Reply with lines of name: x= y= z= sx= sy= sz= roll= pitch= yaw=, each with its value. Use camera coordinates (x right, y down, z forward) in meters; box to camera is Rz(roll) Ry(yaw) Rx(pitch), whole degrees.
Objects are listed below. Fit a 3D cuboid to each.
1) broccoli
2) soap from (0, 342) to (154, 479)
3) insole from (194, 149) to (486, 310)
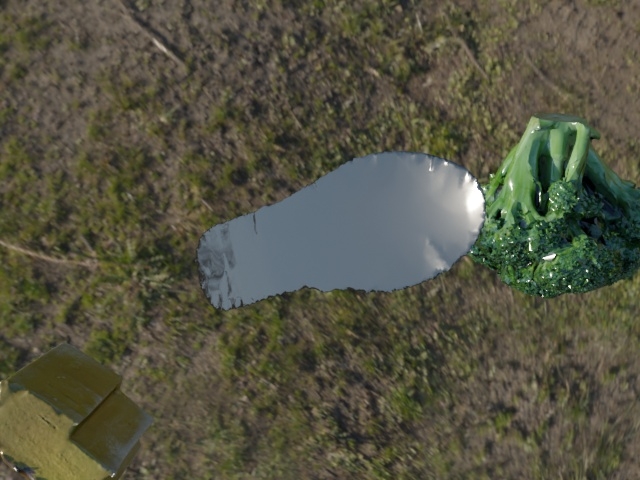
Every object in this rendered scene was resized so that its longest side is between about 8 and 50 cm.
broccoli: x=0.348 y=-0.049 z=1.277 sx=0.307 sy=0.308 sz=0.275 roll=12 pitch=116 yaw=21
soap: x=-0.438 y=0.321 z=1.550 sx=0.259 sy=0.281 sz=0.143 roll=39 pitch=96 yaw=-4
insole: x=0.000 y=0.000 z=0.723 sx=0.322 sy=0.007 sz=0.109 roll=-17 pitch=83 yaw=42
